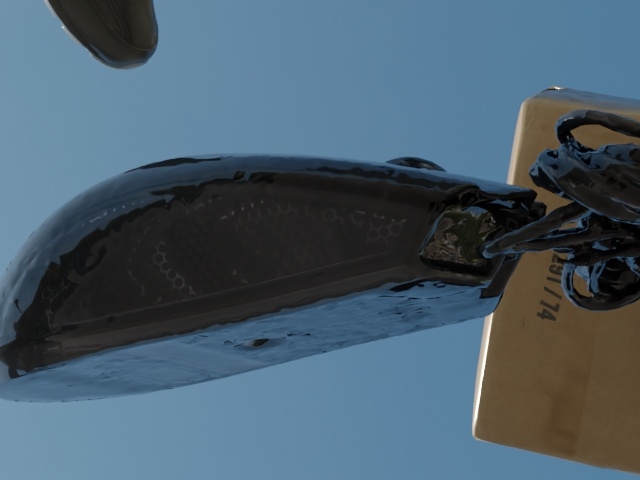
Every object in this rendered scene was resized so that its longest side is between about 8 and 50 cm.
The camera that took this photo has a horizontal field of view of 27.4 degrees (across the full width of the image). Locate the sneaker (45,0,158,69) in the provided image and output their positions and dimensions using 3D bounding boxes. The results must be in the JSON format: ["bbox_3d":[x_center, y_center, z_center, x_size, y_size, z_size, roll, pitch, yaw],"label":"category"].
[{"bbox_3d":[-0.168,-0.263,1.004,0.101,0.106,0.267,-39,-62,-55],"label":"sneaker"}]

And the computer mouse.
[{"bbox_3d":[0.000,0.000,0.476,0.272,0.188,0.072,-13,-103,12],"label":"computer mouse"}]

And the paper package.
[{"bbox_3d":[0.312,0.037,1.182,0.309,0.168,0.325,10,-78,19],"label":"paper package"}]
